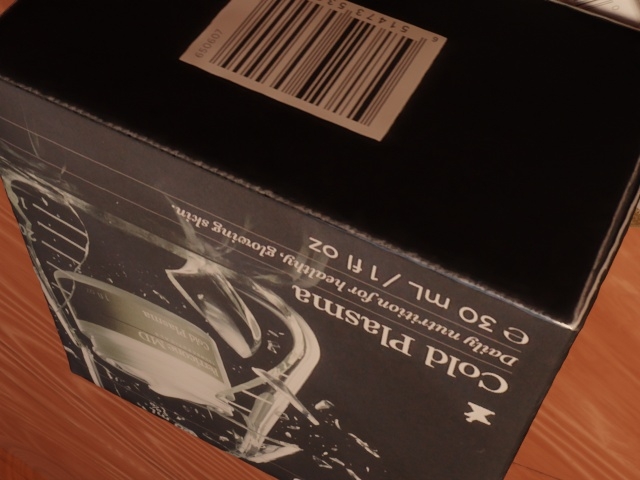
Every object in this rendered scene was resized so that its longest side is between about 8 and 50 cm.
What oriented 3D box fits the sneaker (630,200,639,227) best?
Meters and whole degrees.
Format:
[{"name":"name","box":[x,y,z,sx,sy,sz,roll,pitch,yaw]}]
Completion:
[{"name":"sneaker","box":[0.285,-0.051,0.884,0.042,0.067,0.118,52,166,-29]}]

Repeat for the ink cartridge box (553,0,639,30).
[{"name":"ink cartridge box","box":[0.186,-0.156,0.810,0.238,0.060,0.275,-5,131,46]}]

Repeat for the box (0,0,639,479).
[{"name":"box","box":[0.000,0.000,0.855,0.479,0.297,0.472,24,147,15]}]
